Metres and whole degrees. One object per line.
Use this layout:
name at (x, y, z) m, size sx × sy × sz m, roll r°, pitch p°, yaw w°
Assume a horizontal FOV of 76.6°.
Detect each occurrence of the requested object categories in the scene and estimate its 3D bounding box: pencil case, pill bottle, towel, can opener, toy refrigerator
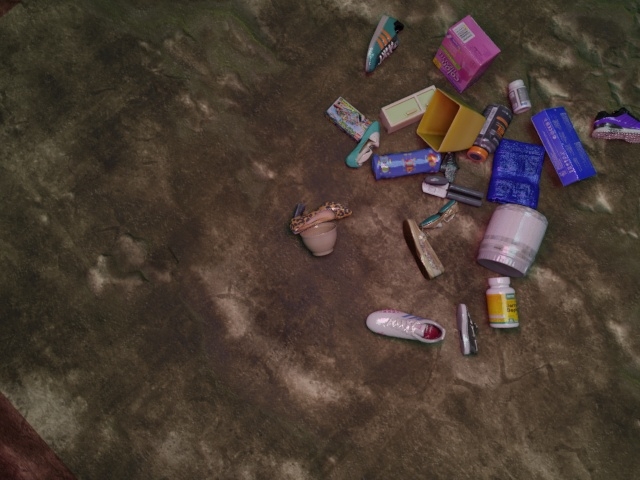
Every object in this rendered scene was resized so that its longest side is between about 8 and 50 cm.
pencil case at (0.381, -0.343, 1.815) m, size 0.307 × 0.133 × 0.119 m, roll -7°, pitch 106°, yaw 0°
pill bottle at (0.757, -0.479, 1.833) m, size 0.131 × 0.130 × 0.245 m, roll 29°, pitch 83°, yaw 3°
towel at (0.894, -0.304, 1.837) m, size 0.228 × 0.076 × 0.307 m, roll 12°, pitch 82°, yaw 0°
pill bottle at (0.925, -0.670, 1.888) m, size 0.078 × 0.078 × 0.137 m, roll -10°, pitch 82°, yaw -2°
can opener at (0.596, -0.223, 1.812) m, size 0.284 × 0.095 × 0.075 m, roll 17°, pitch 83°, yaw 2°
toy refrigerator at (0.416, -0.603, 1.865) m, size 0.270 × 0.094 × 0.102 m, roll -24°, pitch 83°, yaw -4°
pill bottle at (0.775, 0.264, 1.733) m, size 0.118 × 0.117 × 0.208 m, roll -3°, pitch 81°, yaw -1°

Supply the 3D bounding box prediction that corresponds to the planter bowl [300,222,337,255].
planter bowl at (0.000, 0.000, 1.756) m, size 0.162 × 0.162 × 0.109 m, roll -13°, pitch 110°, yaw -2°

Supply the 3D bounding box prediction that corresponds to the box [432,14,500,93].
box at (0.648, -0.830, 1.824) m, size 0.117 × 0.243 × 0.213 m, roll -37°, pitch 85°, yaw -5°

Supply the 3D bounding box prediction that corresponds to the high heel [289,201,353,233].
high heel at (0.002, -0.082, 1.747) m, size 0.262 × 0.093 × 0.186 m, roll 3°, pitch 43°, yaw 11°

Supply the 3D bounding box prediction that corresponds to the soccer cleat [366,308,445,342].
soccer cleat at (0.363, 0.357, 1.703) m, size 0.332 × 0.143 × 0.115 m, roll 9°, pitch 82°, yaw 1°

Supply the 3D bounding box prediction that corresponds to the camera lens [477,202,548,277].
camera lens at (0.813, -0.005, 1.721) m, size 0.220 × 0.219 × 0.274 m, roll 25°, pitch 83°, yaw 3°

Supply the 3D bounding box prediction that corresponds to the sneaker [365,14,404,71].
sneaker at (0.302, -0.917, 1.902) m, size 0.121 × 0.108 × 0.301 m, roll 21°, pitch 81°, yaw 7°

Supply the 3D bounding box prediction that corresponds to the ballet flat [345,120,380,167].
ballet flat at (0.216, -0.427, 1.839) m, size 0.087 × 0.083 × 0.247 m, roll 34°, pitch 87°, yaw 36°

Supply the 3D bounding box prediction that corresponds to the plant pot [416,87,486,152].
plant pot at (0.585, -0.512, 1.778) m, size 0.188 × 0.212 × 0.212 m, roll 4°, pitch 37°, yaw -24°

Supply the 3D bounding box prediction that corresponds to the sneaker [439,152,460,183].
sneaker at (0.602, -0.351, 1.855) m, size 0.089 × 0.051 × 0.170 m, roll 27°, pitch 87°, yaw 3°

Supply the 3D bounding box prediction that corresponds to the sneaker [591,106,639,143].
sneaker at (1.412, -0.541, 1.862) m, size 0.294 × 0.102 × 0.145 m, roll 7°, pitch 81°, yaw 0°

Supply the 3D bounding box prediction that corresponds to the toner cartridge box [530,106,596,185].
toner cartridge box at (1.095, -0.427, 1.825) m, size 0.165 × 0.075 × 0.347 m, roll -16°, pitch 81°, yaw -32°

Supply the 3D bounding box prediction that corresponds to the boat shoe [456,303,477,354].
boat shoe at (0.634, 0.379, 1.741) m, size 0.070 × 0.078 × 0.219 m, roll -5°, pitch 90°, yaw -1°

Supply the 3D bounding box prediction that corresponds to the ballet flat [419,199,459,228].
ballet flat at (0.539, -0.099, 1.811) m, size 0.206 × 0.073 × 0.067 m, roll -35°, pitch 106°, yaw -1°

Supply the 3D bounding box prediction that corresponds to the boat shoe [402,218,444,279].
boat shoe at (0.448, 0.029, 1.779) m, size 0.090 × 0.104 × 0.284 m, roll -24°, pitch 93°, yaw -8°

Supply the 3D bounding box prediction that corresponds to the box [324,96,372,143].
box at (0.134, -0.559, 1.885) m, size 0.207 × 0.036 × 0.114 m, roll 40°, pitch 84°, yaw 5°
